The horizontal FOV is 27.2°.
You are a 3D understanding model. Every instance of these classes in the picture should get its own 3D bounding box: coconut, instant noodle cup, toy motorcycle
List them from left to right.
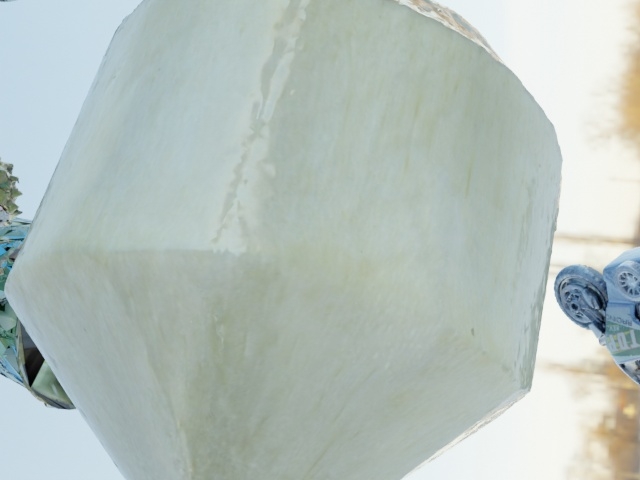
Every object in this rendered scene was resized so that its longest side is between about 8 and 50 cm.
[{"bbox_3d":[-0.347,0.074,1.616,0.240,0.178,0.240,-26,-57,-49],"label":"instant noodle cup"},{"bbox_3d":[-0.012,0.010,0.511,0.202,0.202,0.222,67,-144,-60],"label":"coconut"},{"bbox_3d":[0.304,0.061,1.117,0.092,0.254,0.135,-33,-84,-33],"label":"toy motorcycle"}]

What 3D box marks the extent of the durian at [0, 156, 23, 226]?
[{"bbox_3d":[-0.303,-0.059,1.135,0.186,0.108,0.119,68,-147,-71],"label":"durian"}]
